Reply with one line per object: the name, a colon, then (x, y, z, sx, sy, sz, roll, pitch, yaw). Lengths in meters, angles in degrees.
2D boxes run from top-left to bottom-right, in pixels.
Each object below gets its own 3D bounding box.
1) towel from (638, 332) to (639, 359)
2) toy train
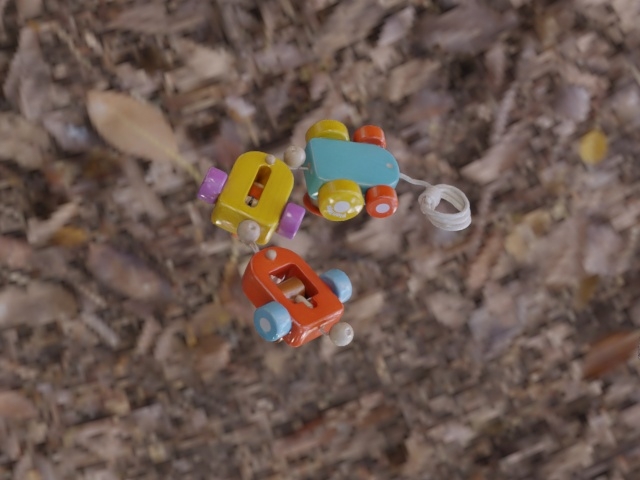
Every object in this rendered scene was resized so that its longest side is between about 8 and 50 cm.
towel: (0.123, -0.166, 0.254, 0.053, 0.317, 0.332, 13, 159, 4)
toy train: (0.000, 0.000, 0.952, 0.166, 0.125, 0.046, -31, 158, -42)
